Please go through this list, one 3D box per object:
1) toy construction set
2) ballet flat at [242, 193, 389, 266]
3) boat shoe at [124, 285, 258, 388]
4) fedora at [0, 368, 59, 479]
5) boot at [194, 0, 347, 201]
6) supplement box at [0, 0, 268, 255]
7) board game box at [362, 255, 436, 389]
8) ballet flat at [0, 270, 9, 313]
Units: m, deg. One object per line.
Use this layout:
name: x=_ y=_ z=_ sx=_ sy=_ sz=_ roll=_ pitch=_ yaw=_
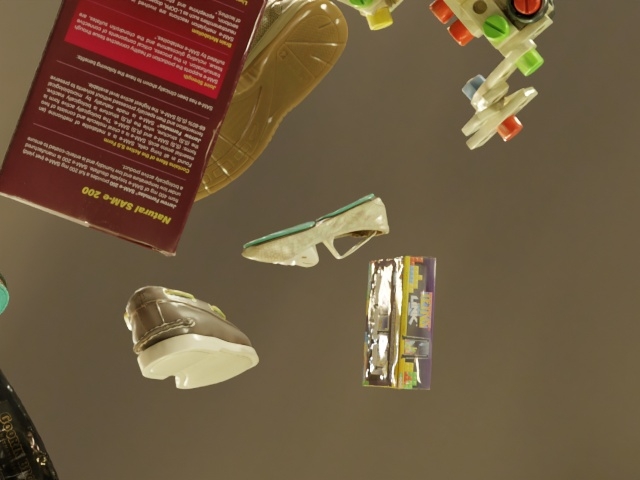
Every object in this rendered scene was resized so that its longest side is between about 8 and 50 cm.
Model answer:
toy construction set: x=0.152 y=-0.268 z=1.927 sx=0.215 sy=0.327 sz=0.151 roll=-41 pitch=-176 yaw=13
ballet flat: x=0.000 y=0.000 z=1.703 sx=0.168 sy=0.052 sz=0.057 roll=-22 pitch=-179 yaw=-19
boat shoe: x=-0.166 y=0.126 z=2.080 sx=0.117 sy=0.324 sz=0.096 roll=-26 pitch=-104 yaw=9
fedora: x=-0.350 y=0.166 z=1.365 sx=0.152 sy=0.334 sz=0.334 roll=-31 pitch=-144 yaw=-1
boot: x=-0.120 y=-0.157 z=1.573 sx=0.262 sy=0.095 sz=0.203 roll=-47 pitch=-141 yaw=-6
supplement box: x=-0.121 y=-0.123 z=1.095 sx=0.073 sy=0.130 sz=0.239 roll=-163 pitch=-86 yaw=-78
board game box: x=0.102 y=0.108 z=2.098 sx=0.141 sy=0.048 sz=0.170 roll=172 pitch=-78 yaw=-71
ballet flat: x=-0.452 y=-0.003 z=1.789 sx=0.095 sy=0.280 sz=0.096 roll=-42 pitch=-132 yaw=-9
